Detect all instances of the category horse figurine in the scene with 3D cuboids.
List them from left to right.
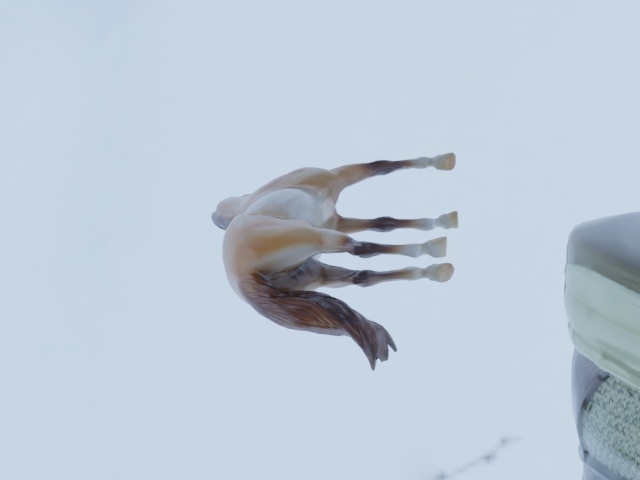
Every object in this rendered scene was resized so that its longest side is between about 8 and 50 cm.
[{"bbox_3d":[0.000,0.000,1.221,0.263,0.174,0.066,-78,161,-67],"label":"horse figurine"}]

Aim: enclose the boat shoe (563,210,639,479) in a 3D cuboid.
[{"bbox_3d":[0.103,0.057,0.264,0.080,0.223,0.073,-7,112,-21],"label":"boat shoe"}]
